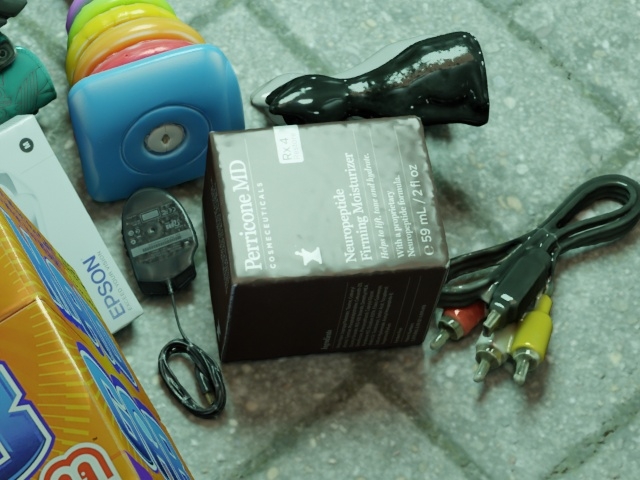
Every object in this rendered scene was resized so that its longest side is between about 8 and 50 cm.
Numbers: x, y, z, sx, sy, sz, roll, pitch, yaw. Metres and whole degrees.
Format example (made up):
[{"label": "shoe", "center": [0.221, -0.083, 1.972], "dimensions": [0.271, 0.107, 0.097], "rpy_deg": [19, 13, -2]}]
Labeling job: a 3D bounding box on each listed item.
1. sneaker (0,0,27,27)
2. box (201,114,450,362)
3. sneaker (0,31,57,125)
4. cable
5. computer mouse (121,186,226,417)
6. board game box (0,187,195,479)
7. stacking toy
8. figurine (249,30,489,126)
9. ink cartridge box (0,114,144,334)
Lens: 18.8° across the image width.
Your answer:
[{"label": "sneaker", "center": [-0.397, -0.177, 1.784], "dimensions": [0.140, 0.125, 0.341], "rpy_deg": [24, 69, 39]}, {"label": "box", "center": [0.000, 0.000, 1.816], "dimensions": [0.203, 0.167, 0.168], "rpy_deg": [-5, 62, -10]}, {"label": "sneaker", "center": [-0.339, -0.108, 1.868], "dimensions": [0.178, 0.124, 0.295], "rpy_deg": [-17, 63, -5]}, {"label": "cable", "center": [0.208, 0.027, 1.909], "dimensions": [0.139, 0.072, 0.287], "rpy_deg": [23, 47, 26]}, {"label": "computer mouse", "center": [-0.137, 0.059, 1.846], "dimensions": [0.071, 0.041, 0.242], "rpy_deg": [-17, 70, 2]}, {"label": "board game box", "center": [-0.315, 0.192, 1.509], "dimensions": [0.356, 0.356, 0.356], "rpy_deg": [-31, 67, -2]}, {"label": "stacking toy", "center": [-0.198, -0.200, 1.933], "dimensions": [0.166, 0.175, 0.302], "rpy_deg": [-18, 51, -11]}, {"label": "figurine", "center": [0.038, -0.147, 1.902], "dimensions": [0.209, 0.215, 0.092], "rpy_deg": [-9, 97, -9]}, {"label": "ink cartridge box", "center": [-0.307, 0.031, 1.768], "dimensions": [0.224, 0.045, 0.223], "rpy_deg": [-34, 104, -21]}]
